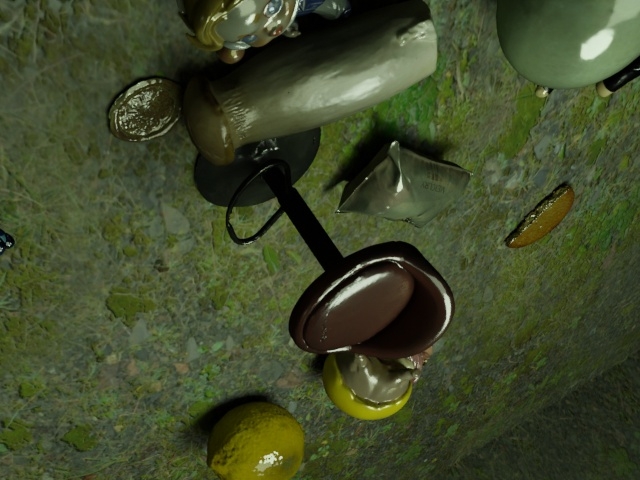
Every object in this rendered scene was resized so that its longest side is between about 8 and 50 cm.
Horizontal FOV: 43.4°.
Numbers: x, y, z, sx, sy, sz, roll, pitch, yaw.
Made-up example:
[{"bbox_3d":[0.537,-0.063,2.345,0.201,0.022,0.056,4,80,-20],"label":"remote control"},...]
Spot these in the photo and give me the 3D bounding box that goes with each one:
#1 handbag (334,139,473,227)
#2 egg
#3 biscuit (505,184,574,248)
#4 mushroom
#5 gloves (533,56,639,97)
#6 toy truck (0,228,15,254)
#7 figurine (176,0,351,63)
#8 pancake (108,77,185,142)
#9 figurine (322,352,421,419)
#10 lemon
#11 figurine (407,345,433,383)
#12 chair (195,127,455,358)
[{"bbox_3d":[0.153,-0.092,1.473,0.182,0.117,0.270,-43,149,27],"label":"handbag"},{"bbox_3d":[0.402,-0.386,1.181,0.259,0.258,0.352,-4,134,-40],"label":"egg"},{"bbox_3d":[0.541,-0.050,1.959,0.206,0.025,0.126,-46,146,18],"label":"biscuit"},{"bbox_3d":[0.007,-0.229,1.117,0.408,0.154,0.137,-28,130,-12],"label":"mushroom"},{"bbox_3d":[0.501,-0.349,1.414,0.197,0.152,0.301,39,124,-22],"label":"gloves"},{"bbox_3d":[-0.459,-0.008,1.066,0.056,0.090,0.073,-40,-168,6],"label":"toy truck"},{"bbox_3d":[-0.053,-0.315,0.985,0.274,0.133,0.194,-26,170,-24],"label":"figurine"},{"bbox_3d":[-0.236,-0.176,1.096,0.115,0.011,0.115,-25,145,-19],"label":"pancake"},{"bbox_3d":[0.131,0.259,1.854,0.187,0.215,0.343,-69,177,-61],"label":"figurine"},{"bbox_3d":[-0.144,0.472,1.846,0.260,0.204,0.204,-7,139,-42],"label":"lemon"},{"bbox_3d":[0.231,0.291,2.040,0.157,0.126,0.114,-17,-174,-24],"label":"figurine"},{"bbox_3d":[0.000,0.000,1.179,0.227,0.401,0.226,-25,147,-17],"label":"chair"}]
